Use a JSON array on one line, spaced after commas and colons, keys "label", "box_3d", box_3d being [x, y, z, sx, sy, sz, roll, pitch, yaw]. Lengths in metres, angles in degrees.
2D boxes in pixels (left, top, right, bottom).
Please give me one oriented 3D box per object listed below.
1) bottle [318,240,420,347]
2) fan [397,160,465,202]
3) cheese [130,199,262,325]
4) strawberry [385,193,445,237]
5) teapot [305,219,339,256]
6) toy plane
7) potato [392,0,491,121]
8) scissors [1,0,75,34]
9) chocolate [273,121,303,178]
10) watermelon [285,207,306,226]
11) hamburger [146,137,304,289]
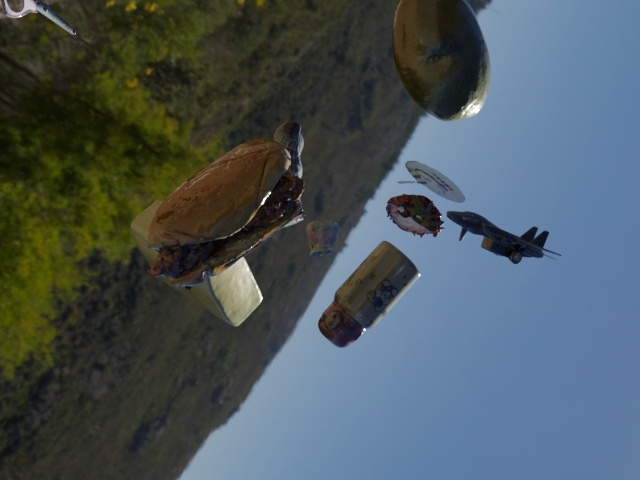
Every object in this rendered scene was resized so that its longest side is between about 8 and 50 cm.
[{"label": "bottle", "box_3d": [0.093, 0.118, 1.621, 0.233, 0.110, 0.110, -47, -178, -4]}, {"label": "fan", "box_3d": [0.282, -0.159, 2.175, 0.009, 0.190, 0.329, -56, -160, -9]}, {"label": "cheese", "box_3d": [-0.287, 0.054, 1.827, 0.124, 0.265, 0.242, -50, 146, -18]}, {"label": "strawberry", "box_3d": [0.240, -0.079, 2.082, 0.087, 0.167, 0.208, -60, -163, -6]}, {"label": "teapot", "box_3d": [0.000, 0.000, 1.511, 0.083, 0.064, 0.064, -25, -117, 58]}, {"label": "toy plane", "box_3d": [0.384, -0.007, 1.753, 0.212, 0.267, 0.088, 33, -70, 65]}, {"label": "potato", "box_3d": [0.203, -0.327, 1.345, 0.174, 0.159, 0.251, -71, 147, -73]}, {"label": "scissors", "box_3d": [-0.471, -0.394, 1.333, 0.189, 0.015, 0.100, 36, 69, -67]}, {"label": "chocolate", "box_3d": [-0.077, -0.206, 1.885, 0.072, 0.072, 0.167, -65, 160, -56]}, {"label": "watermelon", "box_3d": [-0.107, -0.071, 1.797, 0.121, 0.098, 0.158, -21, -178, -5]}, {"label": "hamburger", "box_3d": [-0.147, -0.051, 1.338, 0.245, 0.155, 0.282, -15, -150, 27]}]
